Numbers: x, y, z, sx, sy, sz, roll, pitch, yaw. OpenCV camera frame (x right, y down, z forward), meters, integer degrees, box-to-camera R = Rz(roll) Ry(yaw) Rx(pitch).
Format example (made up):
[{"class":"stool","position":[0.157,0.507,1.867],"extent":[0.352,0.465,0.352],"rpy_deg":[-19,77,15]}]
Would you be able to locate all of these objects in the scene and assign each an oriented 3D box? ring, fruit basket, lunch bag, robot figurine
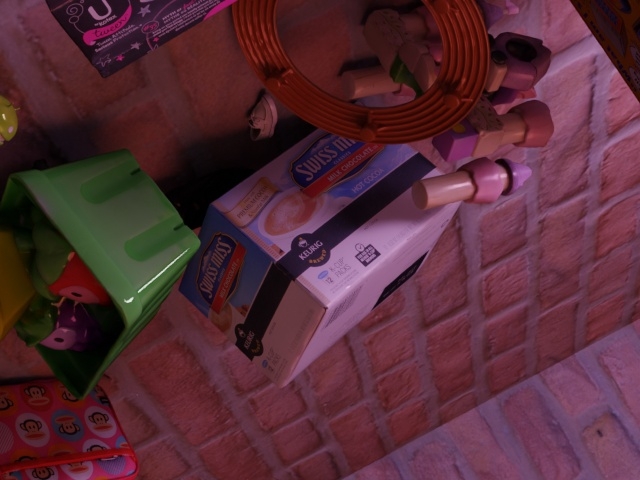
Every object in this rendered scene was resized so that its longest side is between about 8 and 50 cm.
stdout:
[{"class":"ring","position":[0.043,-0.244,1.681],"extent":[0.032,0.337,0.336],"rpy_deg":[-63,-179,-42]},{"class":"fruit basket","position":[-0.387,0.068,1.804],"extent":[0.392,0.283,0.392],"rpy_deg":[-38,173,-5]},{"class":"lunch bag","position":[-0.459,0.366,2.297],"extent":[0.293,0.258,0.120],"rpy_deg":[-1,143,-47]},{"class":"robot figurine","position":[-0.415,-0.135,1.636],"extent":[0.115,0.067,0.101],"rpy_deg":[-29,-178,-2]}]

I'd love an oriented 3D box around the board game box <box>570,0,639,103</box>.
[{"class":"board game box","position":[0.486,-0.413,1.666],"extent":[0.356,0.356,0.356],"rpy_deg":[-31,166,0]}]

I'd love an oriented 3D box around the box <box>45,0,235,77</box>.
[{"class":"box","position":[-0.178,-0.320,1.430],"extent":[0.247,0.163,0.142],"rpy_deg":[-30,151,1]}]

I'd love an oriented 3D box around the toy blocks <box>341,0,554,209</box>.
[{"class":"toy blocks","position":[0.230,-0.241,1.879],"extent":[0.260,0.288,0.309],"rpy_deg":[-13,146,-27]}]

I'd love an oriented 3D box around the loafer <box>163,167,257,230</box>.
[{"class":"loafer","position":[-0.186,-0.056,2.037],"extent":[0.223,0.076,0.078],"rpy_deg":[-24,-165,-33]}]

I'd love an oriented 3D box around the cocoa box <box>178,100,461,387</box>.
[{"class":"cocoa box","position":[0.000,0.000,2.030],"extent":[0.347,0.228,0.231],"rpy_deg":[-38,164,-37]}]

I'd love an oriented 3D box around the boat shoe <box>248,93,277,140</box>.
[{"class":"boat shoe","position":[-0.086,-0.174,1.956],"extent":[0.035,0.035,0.100],"rpy_deg":[-24,161,-18]}]

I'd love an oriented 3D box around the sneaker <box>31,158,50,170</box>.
[{"class":"sneaker","position":[-0.370,-0.084,1.823],"extent":[0.031,0.035,0.083],"rpy_deg":[-15,167,-22]}]
